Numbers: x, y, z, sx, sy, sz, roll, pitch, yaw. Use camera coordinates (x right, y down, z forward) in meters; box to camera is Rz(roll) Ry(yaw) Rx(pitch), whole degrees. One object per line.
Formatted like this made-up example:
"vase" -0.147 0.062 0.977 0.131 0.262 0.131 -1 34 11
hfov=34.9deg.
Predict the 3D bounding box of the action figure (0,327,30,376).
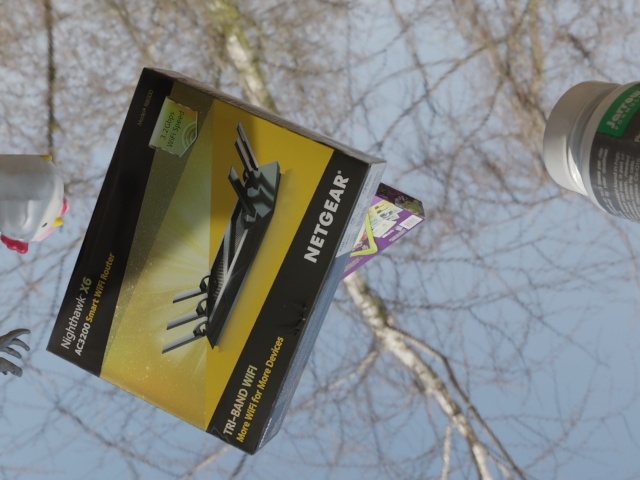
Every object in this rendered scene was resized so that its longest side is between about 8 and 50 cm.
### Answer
"action figure" -0.319 0.094 0.838 0.141 0.275 0.164 -24 -152 -39

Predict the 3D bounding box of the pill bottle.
"pill bottle" 0.496 -0.111 1.419 0.204 0.204 0.361 -38 -147 -18

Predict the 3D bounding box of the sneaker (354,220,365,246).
"sneaker" -0.073 0.050 1.668 0.131 0.148 0.350 26 -101 37

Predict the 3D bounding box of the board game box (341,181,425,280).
"board game box" 0.000 0.000 1.879 0.347 0.208 0.056 -37 -131 35

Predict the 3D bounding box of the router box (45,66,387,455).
"router box" -0.105 0.017 1.002 0.243 0.308 0.081 24 -168 13

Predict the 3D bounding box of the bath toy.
"bath toy" -0.416 -0.051 1.401 0.151 0.129 0.348 0 -178 -23
